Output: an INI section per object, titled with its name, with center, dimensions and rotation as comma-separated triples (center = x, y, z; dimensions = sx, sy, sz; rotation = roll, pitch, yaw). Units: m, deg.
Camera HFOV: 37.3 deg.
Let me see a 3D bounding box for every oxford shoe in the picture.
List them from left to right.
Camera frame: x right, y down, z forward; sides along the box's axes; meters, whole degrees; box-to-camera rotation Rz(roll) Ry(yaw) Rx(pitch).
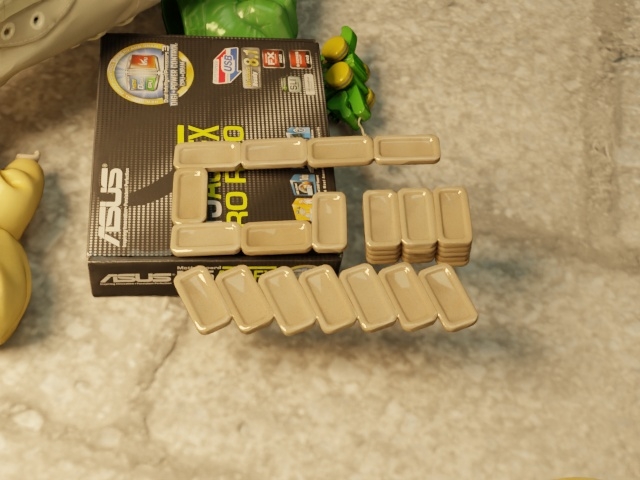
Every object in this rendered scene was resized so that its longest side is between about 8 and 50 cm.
[oxford shoe]
center = -0.244, -0.239, 0.870
dimensions = 0.169, 0.130, 0.449
rotation = 34, 46, 18

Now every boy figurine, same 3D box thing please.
[boy figurine]
center = -0.310, -0.036, 0.796
dimensions = 0.177, 0.092, 0.285
rotation = -19, 59, -35

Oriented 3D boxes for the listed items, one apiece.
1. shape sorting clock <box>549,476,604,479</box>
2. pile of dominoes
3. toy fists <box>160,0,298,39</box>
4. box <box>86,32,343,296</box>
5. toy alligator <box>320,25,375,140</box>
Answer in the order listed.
[shape sorting clock]
center = 0.208, 0.271, 0.685
dimensions = 0.206, 0.040, 0.206
rotation = 8, 49, -9
[pile of dominoes]
center = 0.000, 0.000, 0.794
dimensions = 0.251, 0.040, 0.196
rotation = -2, 56, 0
[toy fists]
center = -0.113, -0.302, 1.043
dimensions = 0.142, 0.096, 0.279
rotation = -12, 54, -21
[box]
center = -0.099, -0.076, 0.877
dimensions = 0.216, 0.060, 0.270
rotation = 1, 55, -9
[toy alligator]
center = 0.023, -0.147, 0.977
dimensions = 0.051, 0.056, 0.190
rotation = -25, 50, 23
